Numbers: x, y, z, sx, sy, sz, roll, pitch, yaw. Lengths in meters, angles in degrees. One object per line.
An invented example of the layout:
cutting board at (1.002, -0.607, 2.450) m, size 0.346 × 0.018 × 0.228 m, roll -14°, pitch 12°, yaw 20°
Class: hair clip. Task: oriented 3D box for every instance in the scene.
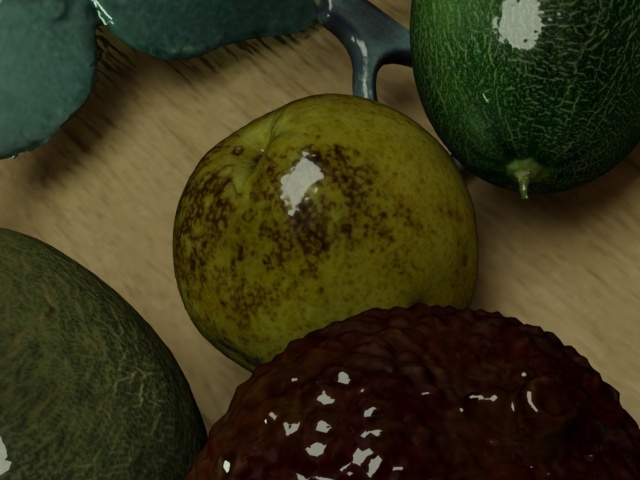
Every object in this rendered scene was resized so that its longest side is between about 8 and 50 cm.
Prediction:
hair clip at (-0.233, -0.268, 1.251) m, size 0.318 × 0.392 × 0.238 m, roll -41°, pitch 30°, yaw -3°

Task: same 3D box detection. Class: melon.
melon at (-0.204, 0.126, 1.013) m, size 0.248 × 0.248 × 0.329 m, roll -37°, pitch 53°, yaw -3°
melon at (0.149, -0.147, 1.076) m, size 0.182 × 0.182 × 0.288 m, roll 3°, pitch 59°, yaw 23°

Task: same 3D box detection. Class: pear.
pear at (0.000, 0.000, 1.039) m, size 0.197 × 0.197 × 0.197 m, roll -10°, pitch 58°, yaw 16°

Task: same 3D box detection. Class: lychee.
lychee at (0.055, 0.160, 0.897) m, size 0.260 × 0.260 × 0.261 m, roll -10°, pitch 58°, yaw 16°

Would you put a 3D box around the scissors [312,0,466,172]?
scissors at (-0.034, -0.217, 1.137) m, size 0.383 × 0.029 × 0.256 m, roll 24°, pitch 63°, yaw -14°
